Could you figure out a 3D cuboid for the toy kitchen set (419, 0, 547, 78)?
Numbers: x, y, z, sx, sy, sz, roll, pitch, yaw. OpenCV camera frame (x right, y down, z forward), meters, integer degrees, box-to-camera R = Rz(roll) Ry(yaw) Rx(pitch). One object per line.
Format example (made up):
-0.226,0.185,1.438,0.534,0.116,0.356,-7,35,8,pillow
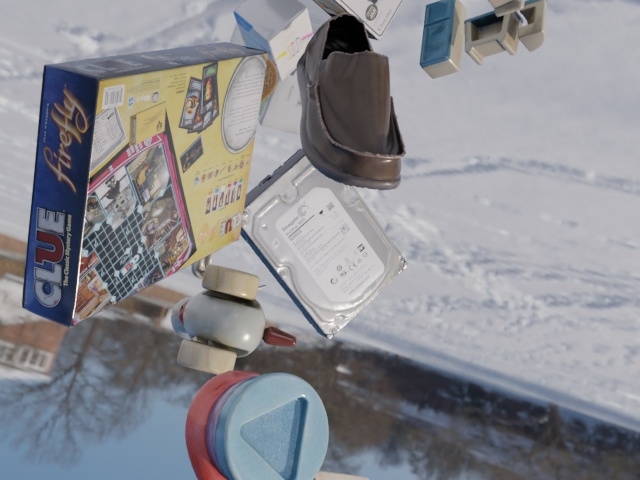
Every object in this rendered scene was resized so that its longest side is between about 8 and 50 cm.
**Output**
0.216,-0.354,1.489,0.207,0.122,0.166,-11,149,36,toy kitchen set

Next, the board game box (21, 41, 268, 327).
-0.118,-0.053,0.733,0.042,0.165,0.243,16,-161,18,board game box

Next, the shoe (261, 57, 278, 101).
-0.154,-0.166,1.104,0.219,0.076,0.058,-16,-158,-18,shoe

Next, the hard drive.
0.000,0.000,2.023,0.339,0.237,0.064,54,166,-23,hard drive

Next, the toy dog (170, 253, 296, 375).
-0.135,0.126,1.561,0.161,0.220,0.333,20,-168,-13,toy dog

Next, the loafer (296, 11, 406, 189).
0.038,-0.211,1.447,0.134,0.130,0.366,3,-140,-20,loafer

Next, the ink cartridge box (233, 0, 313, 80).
-0.074,-0.351,1.721,0.092,0.090,0.143,42,169,20,ink cartridge box

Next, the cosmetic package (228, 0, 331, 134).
-0.058,-0.379,2.028,0.155,0.197,0.365,10,-150,-25,cosmetic package

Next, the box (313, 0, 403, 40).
0.031,-0.484,1.681,0.087,0.169,0.290,28,177,46,box

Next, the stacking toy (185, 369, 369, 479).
-0.046,0.305,1.049,0.279,0.309,0.130,40,153,-29,stacking toy
